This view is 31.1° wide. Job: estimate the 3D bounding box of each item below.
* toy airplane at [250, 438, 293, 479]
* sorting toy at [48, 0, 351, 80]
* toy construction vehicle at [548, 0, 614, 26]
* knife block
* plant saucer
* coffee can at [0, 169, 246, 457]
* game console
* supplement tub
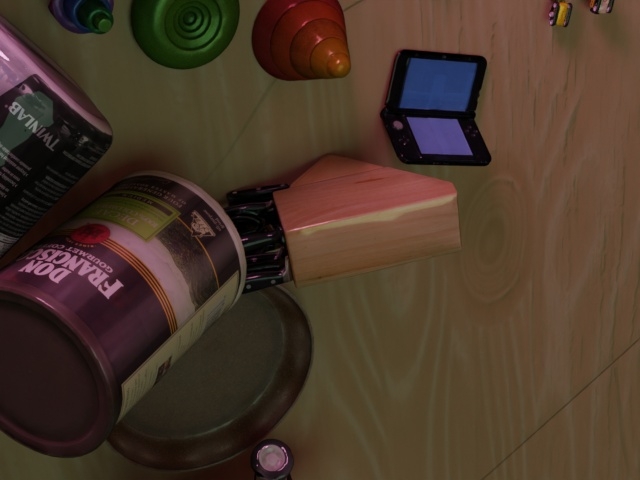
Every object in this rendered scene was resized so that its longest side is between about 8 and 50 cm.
[{"bbox_3d":[-0.166,0.465,1.543,0.384,0.272,0.386,-39,153,29],"label":"toy airplane"},{"bbox_3d":[-0.106,-0.225,1.257,0.365,0.126,0.127,4,117,-32],"label":"sorting toy"},{"bbox_3d":[0.342,-0.331,1.507,0.085,0.035,0.098,-1,117,-16],"label":"toy construction vehicle"},{"bbox_3d":[0.000,0.000,1.388,0.242,0.275,0.088,-45,138,-38],"label":"knife block"},{"bbox_3d":[-0.156,0.168,1.520,0.310,0.050,0.311,-14,124,-21],"label":"plant saucer"},{"bbox_3d":[-0.231,0.070,1.237,0.275,0.201,0.202,-47,146,-52],"label":"coffee can"},{"bbox_3d":[0.159,-0.167,1.470,0.144,0.124,0.085,-1,145,-28],"label":"game console"},{"bbox_3d":[-0.390,-0.057,1.147,0.338,0.207,0.207,-44,130,2],"label":"supplement tub"}]
